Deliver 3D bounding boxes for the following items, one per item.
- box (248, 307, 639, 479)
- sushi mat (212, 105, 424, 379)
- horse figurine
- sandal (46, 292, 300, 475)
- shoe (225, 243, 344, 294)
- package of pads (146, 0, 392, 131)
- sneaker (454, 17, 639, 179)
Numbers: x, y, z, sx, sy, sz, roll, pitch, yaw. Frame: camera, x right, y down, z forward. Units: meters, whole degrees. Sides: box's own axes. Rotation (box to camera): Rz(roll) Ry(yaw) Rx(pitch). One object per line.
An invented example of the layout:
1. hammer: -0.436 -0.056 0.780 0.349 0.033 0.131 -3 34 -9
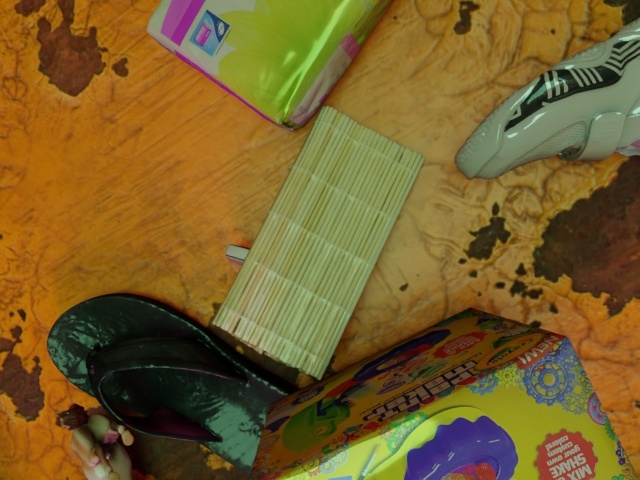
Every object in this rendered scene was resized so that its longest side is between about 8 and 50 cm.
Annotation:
1. box: 0.104 0.219 0.555 0.289 0.279 0.177 -25 89 -2
2. sushi mat: 0.000 0.000 0.676 0.151 0.019 0.317 26 84 -1
3. horse figurine: -0.282 0.313 0.728 0.174 0.066 0.263 3 116 48
4. sandal: -0.183 0.200 0.723 0.445 0.107 0.168 22 97 9
5. shoe: -0.052 0.067 0.712 0.177 0.063 0.081 20 92 4
6. package of pads: -0.038 -0.311 0.666 0.229 0.101 0.297 36 100 7
7. sneaker: 0.346 -0.116 0.586 0.365 0.137 0.210 -29 85 8
